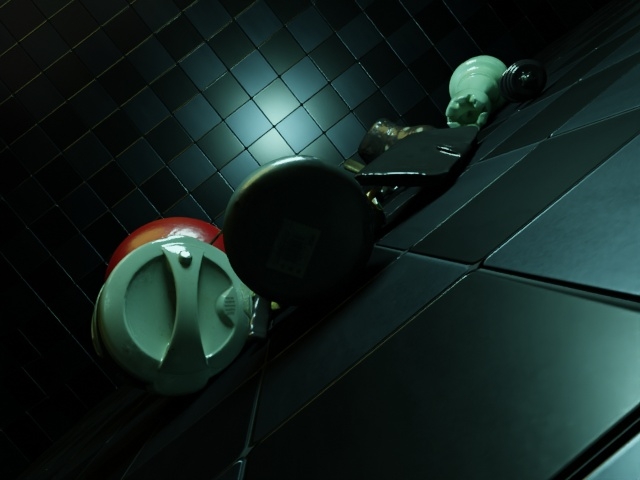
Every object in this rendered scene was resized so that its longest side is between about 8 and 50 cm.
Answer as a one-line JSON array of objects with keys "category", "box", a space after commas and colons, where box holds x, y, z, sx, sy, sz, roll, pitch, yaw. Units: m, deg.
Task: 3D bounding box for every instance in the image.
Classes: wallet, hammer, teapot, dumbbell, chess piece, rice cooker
[{"category": "wallet", "box": [0.223, -0.184, 1.049, 0.197, 0.051, 0.377, 3, 26, 29]}, {"category": "hammer", "box": [0.183, -0.253, 1.808, 0.168, 0.044, 0.440, -41, 26, -4]}, {"category": "teapot", "box": [-0.037, 0.002, 0.817, 0.224, 0.304, 0.285, -10, 15, -4]}, {"category": "dumbbell", "box": [0.503, -0.396, 1.197, 0.099, 0.099, 0.208, -38, 3, 17]}, {"category": "chess piece", "box": [0.477, -0.440, 1.485, 0.195, 0.194, 0.299, -36, 13, 42]}, {"category": "rice cooker", "box": [-0.288, 0.151, 0.922, 0.288, 0.288, 0.277, -41, 5, -32]}]

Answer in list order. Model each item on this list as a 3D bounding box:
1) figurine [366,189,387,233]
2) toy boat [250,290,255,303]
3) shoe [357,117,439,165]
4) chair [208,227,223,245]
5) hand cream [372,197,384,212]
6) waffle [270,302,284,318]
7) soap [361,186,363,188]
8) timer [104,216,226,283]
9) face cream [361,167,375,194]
[{"category": "figurine", "box": [0.059, -0.009, 0.995, 0.167, 0.141, 0.249, -25, 48, 47]}, {"category": "toy boat", "box": [-0.145, 0.063, 1.301, 0.108, 0.099, 0.292, -40, 33, 32]}, {"category": "shoe", "box": [0.294, -0.370, 1.841, 0.171, 0.237, 0.384, -43, 3, -24]}, {"category": "chair", "box": [-0.115, -0.037, 1.127, 0.325, 0.170, 0.160, -56, -38, -4]}, {"category": "hand cream", "box": [0.000, 0.000, 1.165, 0.336, 0.076, 0.121, -30, 36, 14]}, {"category": "waffle", "box": [-0.098, 0.127, 1.068, 0.161, 0.046, 0.192, -43, 3, -23]}, {"category": "soap", "box": [0.081, -0.087, 1.505, 0.182, 0.112, 0.289, -34, 3, 15]}, {"category": "timer", "box": [-0.383, 0.124, 1.301, 0.378, 0.378, 0.279, -39, -3, -6]}, {"category": "face cream", "box": [0.129, -0.159, 1.656, 0.073, 0.073, 0.283, -41, -10, -34]}]
